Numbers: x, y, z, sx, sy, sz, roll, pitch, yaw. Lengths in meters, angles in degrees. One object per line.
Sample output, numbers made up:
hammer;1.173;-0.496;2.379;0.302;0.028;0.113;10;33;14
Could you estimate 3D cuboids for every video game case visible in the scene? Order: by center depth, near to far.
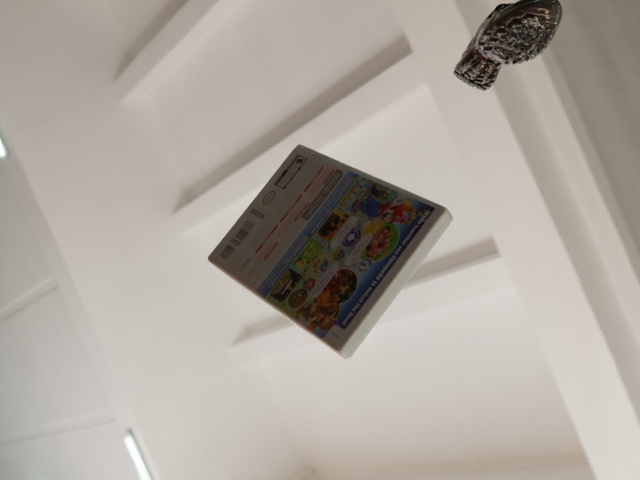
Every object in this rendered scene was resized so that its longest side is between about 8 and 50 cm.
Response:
video game case;0.000;0.000;0.424;0.122;0.087;0.011;29;-12;46

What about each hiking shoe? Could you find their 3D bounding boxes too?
hiking shoe;0.268;-0.306;1.150;0.086;0.114;0.227;27;-19;-14
